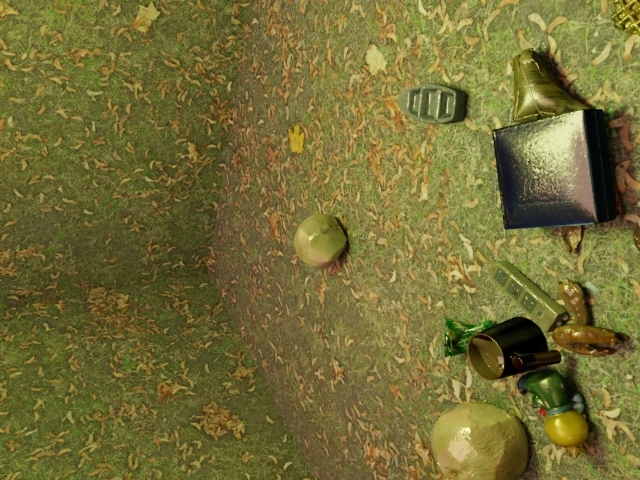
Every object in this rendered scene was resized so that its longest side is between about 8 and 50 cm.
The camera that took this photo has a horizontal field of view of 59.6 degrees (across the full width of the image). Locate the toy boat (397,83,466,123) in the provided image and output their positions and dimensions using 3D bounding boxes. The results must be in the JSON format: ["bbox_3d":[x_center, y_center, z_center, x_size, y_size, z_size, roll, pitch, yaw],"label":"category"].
[{"bbox_3d":[0.365,-0.458,1.866,0.283,0.078,0.127,27,122,54],"label":"toy boat"}]

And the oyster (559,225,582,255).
[{"bbox_3d":[0.679,-0.010,1.513,0.051,0.034,0.093,26,109,36],"label":"oyster"}]

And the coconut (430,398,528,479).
[{"bbox_3d":[0.493,0.665,1.785,0.297,0.254,0.297,27,121,56],"label":"coconut"}]

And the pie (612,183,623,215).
[{"bbox_3d":[0.700,-0.128,1.443,0.191,0.033,0.088,27,113,48],"label":"pie"}]

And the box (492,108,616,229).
[{"bbox_3d":[0.597,-0.175,1.447,0.261,0.116,0.279,-4,96,52],"label":"box"}]

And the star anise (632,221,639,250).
[{"bbox_3d":[0.761,0.094,1.312,0.227,0.218,0.148,-64,33,14],"label":"star anise"}]

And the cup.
[{"bbox_3d":[0.568,0.311,1.640,0.239,0.177,0.166,-43,60,54],"label":"cup"}]

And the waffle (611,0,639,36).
[{"bbox_3d":[0.747,-0.545,1.252,0.183,0.036,0.169,39,127,46],"label":"waffle"}]

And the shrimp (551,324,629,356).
[{"bbox_3d":[0.715,0.264,1.481,0.187,0.132,0.052,-4,54,45],"label":"shrimp"}]

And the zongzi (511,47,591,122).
[{"bbox_3d":[0.609,-0.421,1.470,0.204,0.094,0.205,3,98,48],"label":"zongzi"}]

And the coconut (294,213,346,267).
[{"bbox_3d":[0.002,0.000,2.453,0.230,0.227,0.227,129,126,-63],"label":"coconut"}]

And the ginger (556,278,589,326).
[{"bbox_3d":[0.693,0.187,1.521,0.069,0.051,0.173,-12,88,51],"label":"ginger"}]

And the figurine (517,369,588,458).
[{"bbox_3d":[0.666,0.493,1.595,0.234,0.127,0.185,63,158,5],"label":"figurine"}]

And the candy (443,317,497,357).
[{"bbox_3d":[0.501,0.325,1.855,0.203,0.078,0.141,0,109,47],"label":"candy"}]

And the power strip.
[{"bbox_3d":[0.608,0.156,1.661,0.286,0.048,0.080,53,138,40],"label":"power strip"}]
